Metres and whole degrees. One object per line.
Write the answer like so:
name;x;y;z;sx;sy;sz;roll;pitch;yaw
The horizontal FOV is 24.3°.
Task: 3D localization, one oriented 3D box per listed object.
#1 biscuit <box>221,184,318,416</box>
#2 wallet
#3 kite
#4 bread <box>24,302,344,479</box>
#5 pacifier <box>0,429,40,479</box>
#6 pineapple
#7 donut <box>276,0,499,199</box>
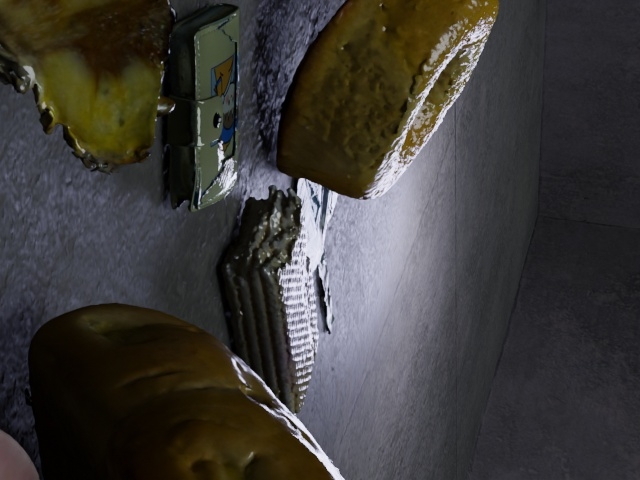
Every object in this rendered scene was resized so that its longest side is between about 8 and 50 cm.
biscuit;-0.046;0.067;1.460;0.239;0.061;0.108;85;18;-45
wallet;-0.092;-0.109;1.224;0.110;0.039;0.155;-52;146;-65
kite;0.000;0.000;1.697;0.314;0.011;0.335;79;24;-51
bread;-0.066;0.213;0.964;0.328;0.148;0.337;48;-32;45
pacifier;-0.177;0.253;0.751;0.220;0.273;0.332;-16;118;-30
pineapple;-0.159;-0.185;0.803;0.161;0.158;0.335;-125;-150;-48
donut;0.076;-0.166;1.492;0.303;0.110;0.303;-53;169;-15
